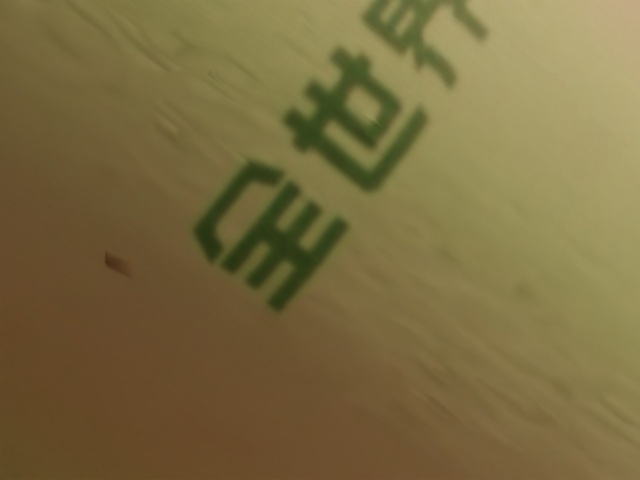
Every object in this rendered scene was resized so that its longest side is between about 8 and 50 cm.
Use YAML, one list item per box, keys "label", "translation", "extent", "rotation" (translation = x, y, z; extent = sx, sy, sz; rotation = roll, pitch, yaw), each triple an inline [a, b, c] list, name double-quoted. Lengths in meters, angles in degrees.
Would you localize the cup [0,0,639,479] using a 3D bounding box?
- label: "cup"
  translation: [0.000, 0.000, 0.426]
  extent: [0.274, 0.253, 0.253]
  rotation: [38, 17, -8]
